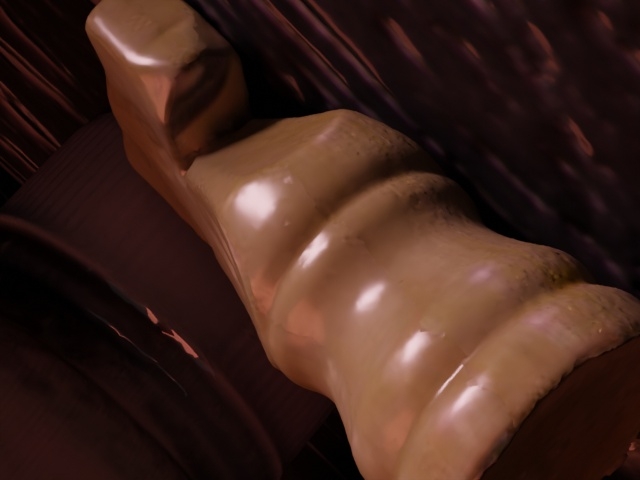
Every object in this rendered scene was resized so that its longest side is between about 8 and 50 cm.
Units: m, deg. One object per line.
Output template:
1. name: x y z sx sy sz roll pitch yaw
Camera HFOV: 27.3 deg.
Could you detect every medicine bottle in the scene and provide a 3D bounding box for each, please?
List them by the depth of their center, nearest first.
1. medicine bottle: -0.119 0.097 0.487 0.165 0.273 0.165 33 157 16

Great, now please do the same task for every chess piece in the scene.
1. chess piece: 0.000 0.000 0.388 0.200 0.090 0.090 41 161 31
